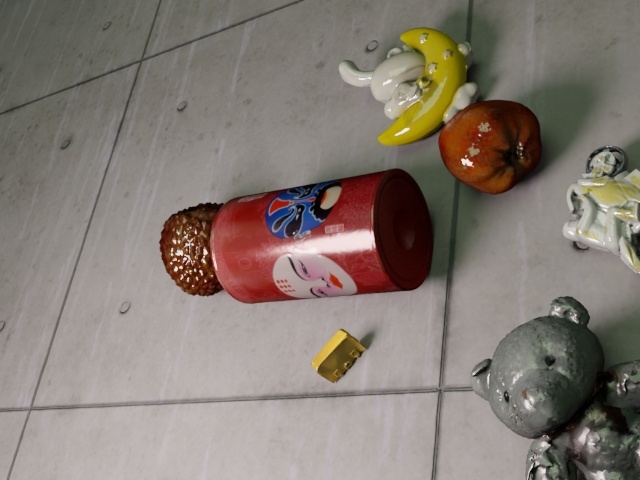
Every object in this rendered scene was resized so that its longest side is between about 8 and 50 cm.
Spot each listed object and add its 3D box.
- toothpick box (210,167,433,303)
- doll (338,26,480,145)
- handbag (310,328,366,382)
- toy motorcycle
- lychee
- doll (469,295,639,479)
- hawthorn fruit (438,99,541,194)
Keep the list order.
[{"bbox_3d":[0.000,0.000,1.363,0.333,0.204,0.204,-9,58,34],"label":"toothpick box"},{"bbox_3d":[0.172,-0.296,1.490,0.252,0.111,0.237,-26,65,21],"label":"doll"},{"bbox_3d":[0.029,0.193,1.315,0.083,0.061,0.027,-50,41,2],"label":"handbag"},{"bbox_3d":[0.428,-0.037,1.151,0.151,0.074,0.228,-37,48,16],"label":"toy motorcycle"},{"bbox_3d":[-0.223,0.019,1.549,0.188,0.188,0.188,-19,53,27],"label":"lychee"},{"bbox_3d":[0.336,0.228,0.990,0.246,0.158,0.340,-49,47,18],"label":"doll"},{"bbox_3d":[0.264,-0.165,1.316,0.162,0.163,0.203,-51,29,-1],"label":"hawthorn fruit"}]
